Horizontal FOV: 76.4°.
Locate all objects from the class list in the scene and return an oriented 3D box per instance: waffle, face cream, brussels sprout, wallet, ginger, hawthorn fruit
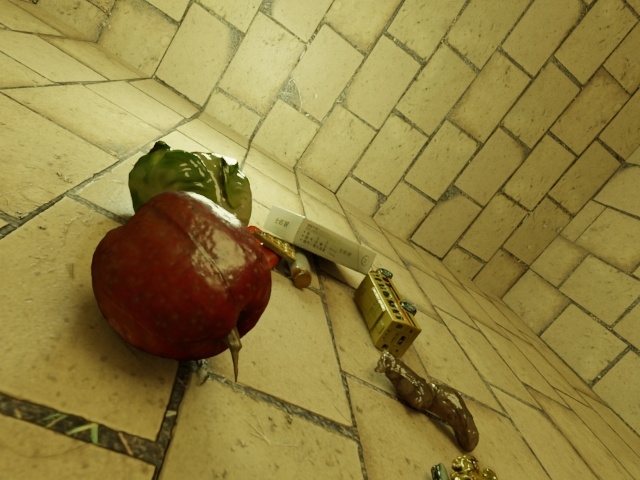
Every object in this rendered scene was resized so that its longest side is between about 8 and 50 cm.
[{"bbox_3d":[-0.131,0.002,1.146,0.153,0.023,0.097,37,15,-23],"label":"waffle"},{"bbox_3d":[0.321,0.490,0.713,0.228,0.051,0.232,52,12,24],"label":"waffle"},{"bbox_3d":[-0.062,0.076,1.188,0.072,0.051,0.182,36,13,-23],"label":"face cream"},{"bbox_3d":[-0.289,-0.103,0.936,0.294,0.227,0.259,49,33,18],"label":"brussels sprout"},{"bbox_3d":[-0.174,0.021,1.126,0.142,0.045,0.204,37,16,0],"label":"wallet"},{"bbox_3d":[0.253,0.360,0.941,0.290,0.084,0.122,38,9,8],"label":"ginger"},{"bbox_3d":[-0.201,0.054,0.621,0.262,0.258,0.258,10,8,18],"label":"hawthorn fruit"}]

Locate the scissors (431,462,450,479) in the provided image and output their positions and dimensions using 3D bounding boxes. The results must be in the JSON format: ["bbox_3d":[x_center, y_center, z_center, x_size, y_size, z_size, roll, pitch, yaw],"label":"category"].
[{"bbox_3d":[0.210,0.464,0.620,0.138,0.041,0.289,38,15,-10],"label":"scissors"}]

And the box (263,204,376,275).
[{"bbox_3d":[-0.001,0.000,1.355,0.330,0.095,0.210,27,-1,-36],"label":"box"}]

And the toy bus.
[{"bbox_3d":[0.187,0.197,1.234,0.123,0.121,0.335,22,20,-20],"label":"toy bus"}]
